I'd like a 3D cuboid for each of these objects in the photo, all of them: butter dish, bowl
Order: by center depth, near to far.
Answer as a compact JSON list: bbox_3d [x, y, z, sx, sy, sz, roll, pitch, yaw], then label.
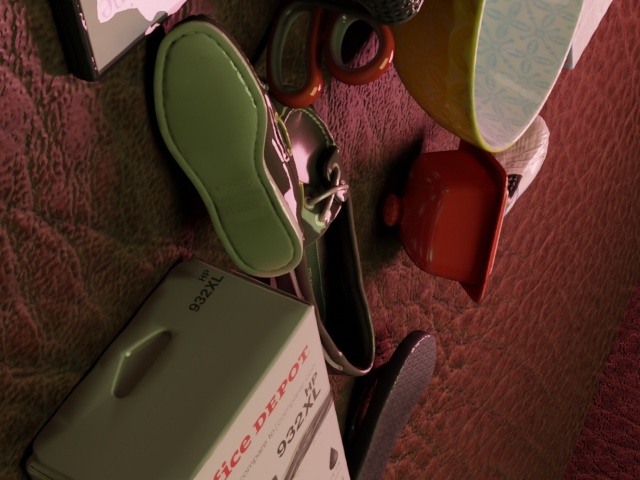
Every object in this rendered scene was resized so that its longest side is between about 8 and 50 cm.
[{"bbox_3d":[0.132,-0.239,1.090,0.289,0.156,0.289,-46,146,-43],"label":"bowl"},{"bbox_3d":[0.126,-0.031,1.304,0.160,0.118,0.159,-115,-150,-63],"label":"butter dish"}]

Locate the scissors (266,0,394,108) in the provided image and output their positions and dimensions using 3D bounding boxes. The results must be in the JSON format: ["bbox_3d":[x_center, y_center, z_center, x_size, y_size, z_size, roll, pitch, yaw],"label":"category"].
[{"bbox_3d":[0.011,-0.245,0.977,0.021,0.109,0.297,40,48,-57],"label":"scissors"}]

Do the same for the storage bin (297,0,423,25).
[{"bbox_3d":[0.043,-0.272,0.920,0.180,0.122,0.084,-63,155,-14],"label":"storage bin"}]

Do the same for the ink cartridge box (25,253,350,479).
[{"bbox_3d":[-0.090,0.201,0.996,0.223,0.129,0.307,-54,151,-31],"label":"ink cartridge box"}]

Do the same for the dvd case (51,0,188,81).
[{"bbox_3d":[-0.117,-0.246,0.728,0.180,0.022,0.253,-51,150,-35],"label":"dvd case"}]

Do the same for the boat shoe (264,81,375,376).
[{"bbox_3d":[0.000,0.000,1.071,0.112,0.096,0.335,-52,150,-35],"label":"boat shoe"}]

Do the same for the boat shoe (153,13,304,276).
[{"bbox_3d":[-0.067,-0.076,0.900,0.068,0.081,0.227,-84,162,-51],"label":"boat shoe"}]

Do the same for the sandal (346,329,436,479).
[{"bbox_3d":[0.064,0.218,1.444,0.097,0.054,0.254,-2,120,-57],"label":"sandal"}]

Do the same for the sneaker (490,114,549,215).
[{"bbox_3d":[0.218,-0.069,1.497,0.237,0.085,0.086,-48,156,-33],"label":"sneaker"}]

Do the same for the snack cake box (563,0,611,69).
[{"bbox_3d":[0.289,-0.352,1.415,0.152,0.089,0.264,-57,153,-23],"label":"snack cake box"}]
